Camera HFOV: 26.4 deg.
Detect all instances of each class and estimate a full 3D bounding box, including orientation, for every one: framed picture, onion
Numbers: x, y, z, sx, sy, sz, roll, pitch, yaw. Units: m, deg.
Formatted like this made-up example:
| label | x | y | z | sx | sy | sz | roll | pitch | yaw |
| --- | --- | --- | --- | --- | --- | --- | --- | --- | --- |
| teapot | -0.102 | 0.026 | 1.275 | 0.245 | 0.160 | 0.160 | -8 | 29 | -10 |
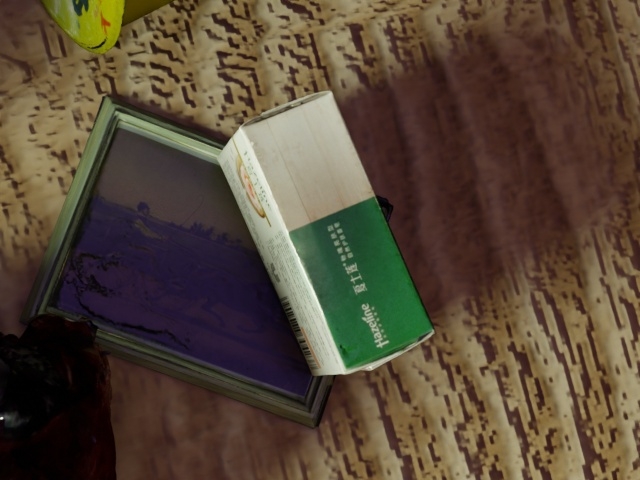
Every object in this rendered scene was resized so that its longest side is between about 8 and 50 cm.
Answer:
| label | x | y | z | sx | sy | sz | roll | pitch | yaw |
| --- | --- | --- | --- | --- | --- | --- | --- | --- | --- |
| framed picture | -0.087 | 0.017 | 1.088 | 0.252 | 0.014 | 0.197 | 20 | 81 | -7 |
| onion | -0.275 | 0.157 | 0.944 | 0.281 | 0.221 | 0.280 | 5 | 54 | -8 |

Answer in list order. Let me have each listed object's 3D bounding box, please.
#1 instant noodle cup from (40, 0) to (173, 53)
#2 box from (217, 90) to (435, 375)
| label | x | y | z | sx | sy | sz | roll | pitch | yaw |
| --- | --- | --- | --- | --- | --- | --- | --- | --- | --- |
| instant noodle cup | -0.104 | -0.327 | 0.984 | 0.254 | 0.325 | 0.325 | -24 | 89 | -20 |
| box | 0.000 | 0.000 | 1.029 | 0.081 | 0.135 | 0.199 | -25 | 90 | -12 |
